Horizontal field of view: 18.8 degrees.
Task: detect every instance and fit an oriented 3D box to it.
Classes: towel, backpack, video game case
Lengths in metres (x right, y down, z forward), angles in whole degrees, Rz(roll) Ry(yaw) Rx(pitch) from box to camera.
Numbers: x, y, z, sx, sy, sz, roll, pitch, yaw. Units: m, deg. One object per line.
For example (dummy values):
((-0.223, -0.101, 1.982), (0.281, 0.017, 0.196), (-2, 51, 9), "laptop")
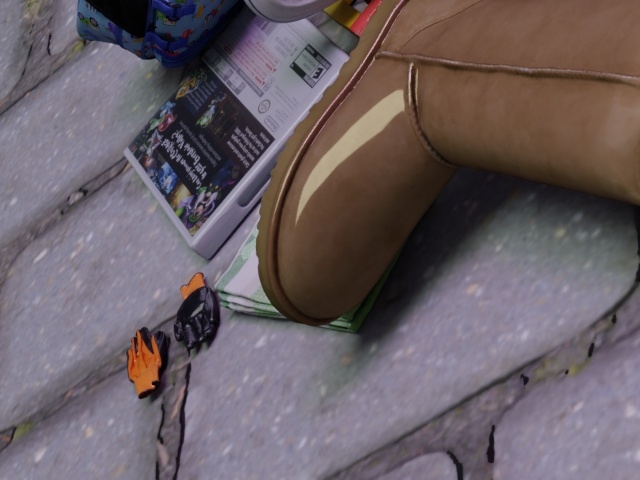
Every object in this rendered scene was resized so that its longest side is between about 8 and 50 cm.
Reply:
((0.000, 0.000, 1.231), (0.152, 0.023, 0.113), (7, 65, 56), "towel")
((-0.114, -0.206, 1.491), (0.158, 0.117, 0.173), (-47, -11, -28), "backpack")
((-0.060, -0.091, 1.410), (0.173, 0.022, 0.190), (-49, 31, 5), "video game case")

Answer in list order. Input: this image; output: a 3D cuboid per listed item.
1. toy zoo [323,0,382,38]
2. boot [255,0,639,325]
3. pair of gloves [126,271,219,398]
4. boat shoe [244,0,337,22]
((0.093, -0.207, 1.312), (0.192, 0.030, 0.293), (-51, 30, 3), "toy zoo")
((0.095, -0.046, 1.046), (0.269, 0.089, 0.236), (13, 78, 54), "boot")
((-0.101, 0.066, 1.314), (0.083, 0.010, 0.074), (-42, 31, 13), "pair of gloves")
((0.054, -0.235, 1.277), (0.267, 0.096, 0.088), (-37, 28, 10), "boat shoe")
